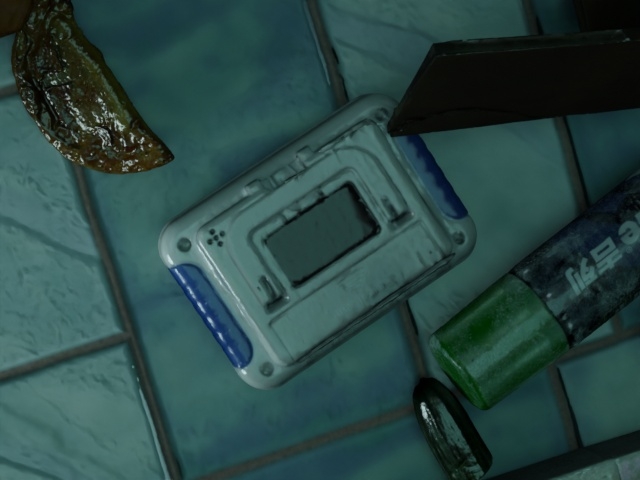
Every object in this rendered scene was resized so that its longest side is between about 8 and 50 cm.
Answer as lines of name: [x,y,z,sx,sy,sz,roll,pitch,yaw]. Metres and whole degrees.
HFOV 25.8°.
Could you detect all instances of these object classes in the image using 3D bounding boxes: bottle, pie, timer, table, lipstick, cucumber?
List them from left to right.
pie: [-0.214,-0.129,1.210,0.088,0.033,0.191,-32,100,7]
timer: [0.000,0.000,1.235,0.253,0.078,0.178,-35,98,-7]
cucumber: [0.118,0.173,1.282,0.048,0.048,0.105,-30,97,-9]
table: [0.189,-0.245,1.172,0.282,0.196,0.250,-6,78,-11]
lipstick: [0.213,0.244,1.295,0.317,0.066,0.068,-16,95,-10]
bottle: [0.251,0.025,1.279,0.330,0.093,0.093,-37,99,-8]

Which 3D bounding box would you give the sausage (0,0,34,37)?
sausage: [-0.309,-0.289,1.143,0.114,0.113,0.259,-20,96,-10]
